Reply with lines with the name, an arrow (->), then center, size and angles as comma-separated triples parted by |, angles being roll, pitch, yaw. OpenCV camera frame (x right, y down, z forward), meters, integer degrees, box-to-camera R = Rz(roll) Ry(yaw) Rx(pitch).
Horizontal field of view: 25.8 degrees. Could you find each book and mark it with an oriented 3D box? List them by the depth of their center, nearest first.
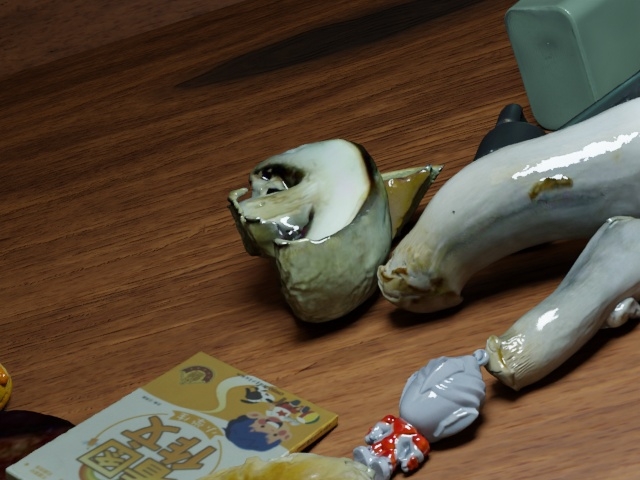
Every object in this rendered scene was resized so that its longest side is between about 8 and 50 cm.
book -> -0.151, 0.218, 1.476 | 0.208, 0.020, 0.295 | 21, 34, 33

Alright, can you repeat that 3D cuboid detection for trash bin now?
trash bin -> 0.447, -0.330, 2.069 | 0.158, 0.223, 0.343 | 7, 37, 47

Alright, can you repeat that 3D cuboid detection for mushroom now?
mushroom -> 0.280, 0.064, 1.499 | 0.278, 0.099, 0.096 | -38, 23, -29
mushroom -> 0.247, -0.033, 1.626 | 0.397, 0.177, 0.126 | -17, 23, 8
mushroom -> 0.006, -0.004, 1.766 | 0.190, 0.164, 0.267 | -26, 28, -12

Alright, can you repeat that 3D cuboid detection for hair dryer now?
hair dryer -> 0.318, -0.137, 1.777 | 0.302, 0.116, 0.244 | -36, 15, 30

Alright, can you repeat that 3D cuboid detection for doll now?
doll -> 0.107, 0.176, 1.422 | 0.180, 0.079, 0.094 | -42, 44, -17

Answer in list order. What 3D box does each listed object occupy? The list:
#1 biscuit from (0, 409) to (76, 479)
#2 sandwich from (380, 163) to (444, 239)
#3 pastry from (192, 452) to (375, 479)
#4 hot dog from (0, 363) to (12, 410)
biscuit -> -0.412, 0.327, 1.482 | 0.407, 0.091, 0.407 | -14, 24, 6
sandwich -> 0.050, -0.038, 1.906 | 0.258, 0.096, 0.094 | -11, 18, 24
pastry -> -0.062, 0.305, 1.180 | 0.330, 0.136, 0.329 | -19, 22, 8
hot dog -> -0.562, 0.229, 1.777 | 0.349, 0.117, 0.158 | -31, 26, -25
